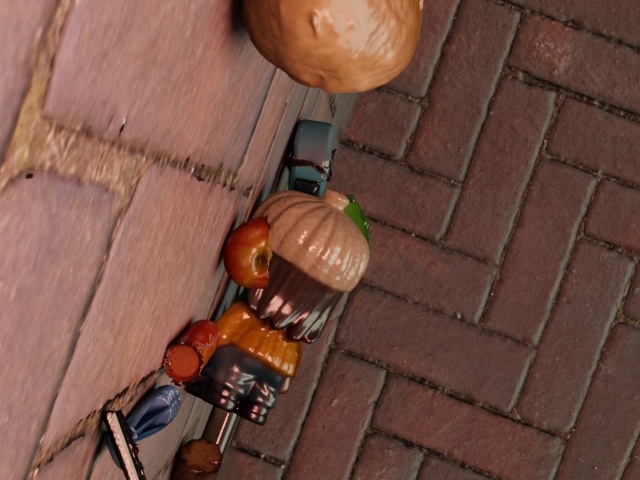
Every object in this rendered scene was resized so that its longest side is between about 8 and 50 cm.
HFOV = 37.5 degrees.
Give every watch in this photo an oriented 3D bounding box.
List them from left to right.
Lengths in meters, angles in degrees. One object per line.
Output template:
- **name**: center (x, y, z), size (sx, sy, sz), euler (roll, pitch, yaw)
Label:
- **watch**: center (0.000, 0.000, 1.533), size (0.152, 0.165, 0.131), euler (-5, 81, -67)

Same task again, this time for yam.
- **yam**: center (-0.209, 0.392, 1.568), size (0.079, 0.079, 0.141), euler (-68, 179, -48)

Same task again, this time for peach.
- **peach**: center (-0.089, 0.013, 1.156), size (0.098, 0.061, 0.098), euler (-179, -90, -79)

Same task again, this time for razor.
- **razor**: center (-0.169, 0.175, 0.897), size (0.253, 0.042, 0.082), euler (-67, 137, -86)

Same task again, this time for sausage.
- **sausage**: center (-0.140, 0.120, 1.064), size (0.145, 0.048, 0.050), euler (-69, 141, -81)

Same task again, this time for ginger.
- **ginger**: center (0.011, -0.187, 0.727), size (0.267, 0.138, 0.152), euler (49, 56, -83)

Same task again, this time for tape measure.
- **tape measure**: center (-0.016, -0.129, 1.511), size (0.146, 0.081, 0.125), euler (115, -15, -87)

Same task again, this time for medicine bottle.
- **medicine bottle**: center (-0.224, 0.434, 1.917), size (0.057, 0.058, 0.199), euler (104, 7, -76)

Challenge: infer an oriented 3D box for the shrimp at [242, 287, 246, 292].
- **shrimp**: center (-0.092, 0.039, 1.615), size (0.219, 0.046, 0.152), euler (-68, 178, -47)

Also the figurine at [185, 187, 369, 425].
- **figurine**: center (-0.049, 0.087, 1.311), size (0.204, 0.185, 0.332), euler (-11, -125, 49)
